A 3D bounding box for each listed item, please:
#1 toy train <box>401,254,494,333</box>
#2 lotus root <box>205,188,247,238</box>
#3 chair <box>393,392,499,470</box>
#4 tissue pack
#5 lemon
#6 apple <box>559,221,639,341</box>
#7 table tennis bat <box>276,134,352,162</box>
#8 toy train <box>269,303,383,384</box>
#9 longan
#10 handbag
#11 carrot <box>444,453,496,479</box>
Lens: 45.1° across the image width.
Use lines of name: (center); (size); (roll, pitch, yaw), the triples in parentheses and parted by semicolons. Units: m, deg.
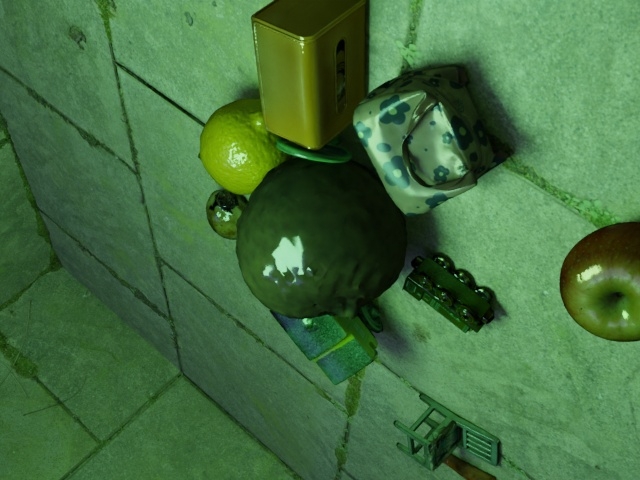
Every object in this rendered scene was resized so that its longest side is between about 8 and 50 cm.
toy train: (0.298, 0.128, 1.786); (0.225, 0.090, 0.137); (39, 157, 16)
lotus root: (-0.271, -0.067, 2.296); (0.138, 0.138, 0.214); (34, 159, 24)
chair: (0.355, 0.580, 2.197); (0.270, 0.147, 0.136); (29, 145, 34)
tissue pack: (-0.013, -0.345, 1.519); (0.145, 0.194, 0.274); (32, 148, 28)
lemon: (-0.173, -0.226, 1.855); (0.228, 0.228, 0.253); (55, 150, -13)
apple: (0.528, 0.065, 1.309); (0.235, 0.173, 0.210); (-1, 121, 43)
table tennis bat: (-0.001, -0.204, 1.659); (0.160, 0.257, 0.039); (16, 107, 10)
toy train: (-0.004, 0.175, 2.034); (0.179, 0.272, 0.442); (-36, 96, 19)
longan: (0.000, 0.000, 1.731); (0.391, 0.391, 0.391); (34, 148, 25)
handbag: (0.206, -0.190, 1.431); (0.193, 0.190, 0.251); (-16, 108, 48)
carrot: (0.429, 0.687, 2.332); (0.224, 0.057, 0.057); (24, 143, 44)
